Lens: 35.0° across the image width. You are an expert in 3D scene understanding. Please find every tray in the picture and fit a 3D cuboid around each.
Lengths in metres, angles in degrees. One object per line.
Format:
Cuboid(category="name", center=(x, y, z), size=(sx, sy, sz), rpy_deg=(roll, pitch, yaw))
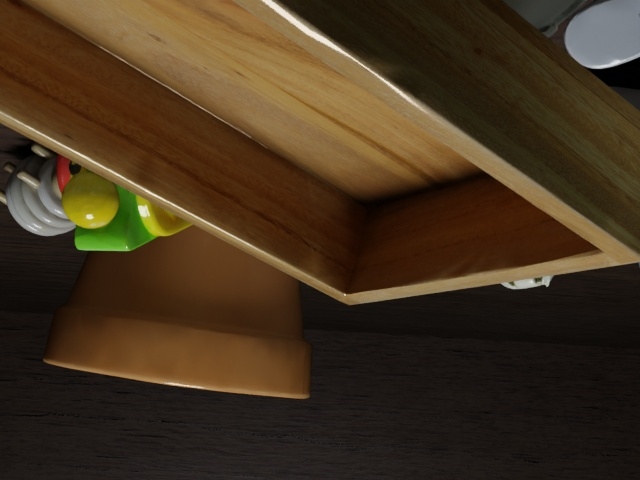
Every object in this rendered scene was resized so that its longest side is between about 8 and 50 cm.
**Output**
Cuboid(category="tray", center=(-0.067, -0.093, 0.418), size=(0.411, 0.076, 0.203), rpy_deg=(28, 155, -31))

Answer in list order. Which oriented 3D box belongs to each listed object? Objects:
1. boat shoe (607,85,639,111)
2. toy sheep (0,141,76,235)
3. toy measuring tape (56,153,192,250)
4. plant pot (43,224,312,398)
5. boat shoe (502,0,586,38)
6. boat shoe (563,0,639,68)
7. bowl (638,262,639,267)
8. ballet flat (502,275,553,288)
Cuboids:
Cuboid(category="boat shoe", center=(0.250, -0.009, 0.630), size=(0.367, 0.156, 0.136), rpy_deg=(12, 158, 45))
Cuboid(category="toy sheep", center=(-0.270, -0.046, 0.999), size=(0.091, 0.091, 0.132), rpy_deg=(12, 161, -38))
Cuboid(category="toy measuring tape", center=(-0.134, -0.072, 0.867), size=(0.121, 0.121, 0.330), rpy_deg=(1, -168, 13))
Cuboid(category="plant pot", center=(-0.140, 0.054, 1.119), size=(0.290, 0.203, 0.291), rpy_deg=(9, 173, 1))
Cuboid(category="boat shoe", center=(0.070, -0.104, 0.515), size=(0.096, 0.088, 0.267), rpy_deg=(9, 160, -37))
Cuboid(category="boat shoe", center=(0.199, -0.128, 0.536), size=(0.142, 0.049, 0.040), rpy_deg=(-11, -161, 30))
Cuboid(category="bowl", center=(0.418, 0.047, 0.879), size=(0.311, 0.163, 0.311), rpy_deg=(11, 157, 5))
Cuboid(category="ballet flat", center=(0.193, -0.001, 1.059), size=(0.280, 0.096, 0.095), rpy_deg=(12, 165, -42))
